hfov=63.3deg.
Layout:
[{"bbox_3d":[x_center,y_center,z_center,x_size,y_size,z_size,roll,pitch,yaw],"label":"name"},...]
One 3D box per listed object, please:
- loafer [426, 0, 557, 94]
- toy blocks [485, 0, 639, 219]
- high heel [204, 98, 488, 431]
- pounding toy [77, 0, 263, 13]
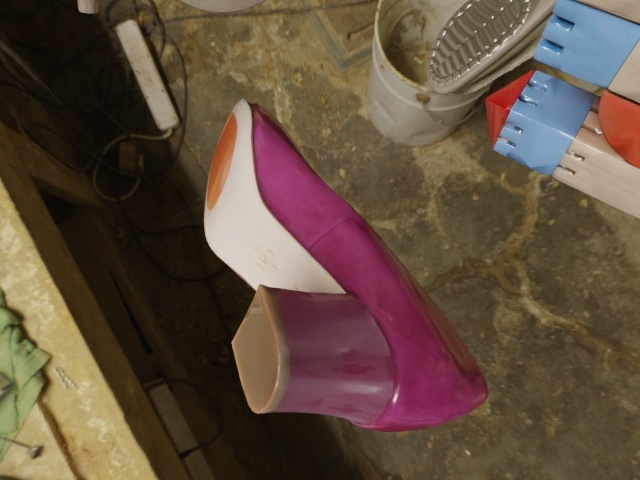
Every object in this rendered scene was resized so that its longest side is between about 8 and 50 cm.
[{"bbox_3d":[0.241,-0.254,0.584,0.268,0.092,0.102,-38,49,30],"label":"loafer"},{"bbox_3d":[0.247,-0.118,0.272,0.260,0.381,0.191,30,69,15],"label":"toy blocks"},{"bbox_3d":[0.000,0.000,0.475,0.181,0.127,0.377,12,40,-27],"label":"high heel"},{"bbox_3d":[-0.132,-0.325,0.493,0.236,0.183,0.110,-17,48,-27],"label":"pounding toy"}]
